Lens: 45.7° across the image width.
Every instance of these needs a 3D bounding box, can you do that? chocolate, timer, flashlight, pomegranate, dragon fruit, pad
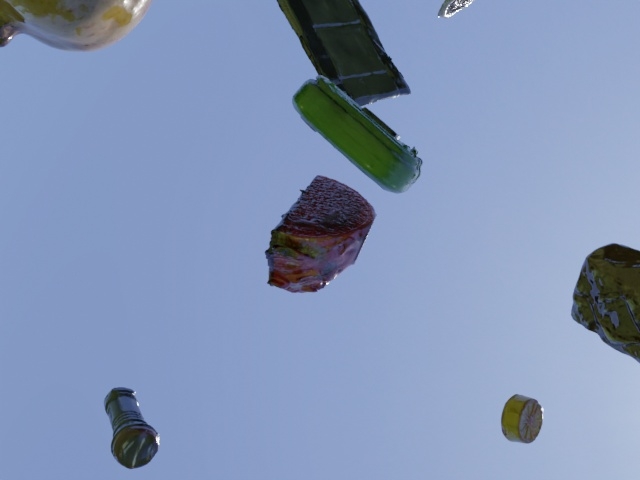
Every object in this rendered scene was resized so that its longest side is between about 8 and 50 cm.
[{"bbox_3d":[0.480,0.111,1.123,0.214,0.093,0.148,39,-39,43],"label":"chocolate"},{"bbox_3d":[0.037,-0.095,0.683,0.128,0.140,0.047,41,-80,4],"label":"timer"},{"bbox_3d":[-0.390,0.372,1.532,0.092,0.093,0.232,-65,-154,1],"label":"flashlight"},{"bbox_3d":[-0.321,-0.386,0.937,0.307,0.307,0.307,-13,-112,34],"label":"pomegranate"},{"bbox_3d":[0.000,0.000,1.247,0.189,0.261,0.162,-9,-70,24],"label":"dragon fruit"},{"bbox_3d":[0.033,-0.310,1.165,0.022,0.174,0.233,-35,-98,47],"label":"pad"}]

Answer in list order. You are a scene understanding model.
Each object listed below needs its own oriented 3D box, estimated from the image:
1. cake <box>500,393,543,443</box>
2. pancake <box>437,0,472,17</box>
[{"bbox_3d":[0.344,0.306,1.302,0.044,0.084,0.084,6,-102,49],"label":"cake"},{"bbox_3d":[0.276,-0.463,1.410,0.139,0.139,0.022,-36,-93,23],"label":"pancake"}]
